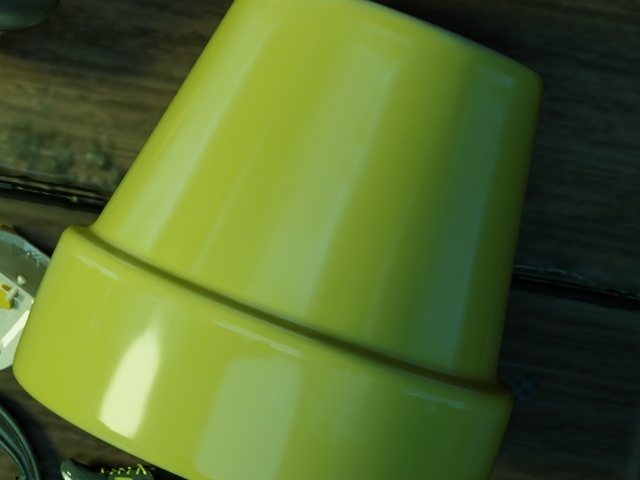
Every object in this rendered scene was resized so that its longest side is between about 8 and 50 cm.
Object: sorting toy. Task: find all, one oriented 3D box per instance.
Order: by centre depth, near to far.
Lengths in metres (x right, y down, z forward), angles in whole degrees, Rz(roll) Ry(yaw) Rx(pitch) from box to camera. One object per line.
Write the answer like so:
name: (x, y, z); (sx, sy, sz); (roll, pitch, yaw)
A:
sorting toy: (-0.189, 0.038, 1.006); (0.083, 0.045, 0.075); (38, 113, -10)

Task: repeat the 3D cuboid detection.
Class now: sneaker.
sneaker: (-0.118, 0.149, 1.046); (0.083, 0.031, 0.035); (28, 94, -11)

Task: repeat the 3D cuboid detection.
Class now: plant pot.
plant pot: (0.000, 0.000, 0.889); (0.254, 0.254, 0.239); (21, 93, -4)

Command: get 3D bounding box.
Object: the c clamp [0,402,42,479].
c clamp: (-0.230, 0.169, 1.062); (0.137, 0.022, 0.161); (44, 106, -6)

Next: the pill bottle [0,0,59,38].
pill bottle: (-0.173, -0.197, 0.881); (0.130, 0.130, 0.245); (24, 108, -5)
